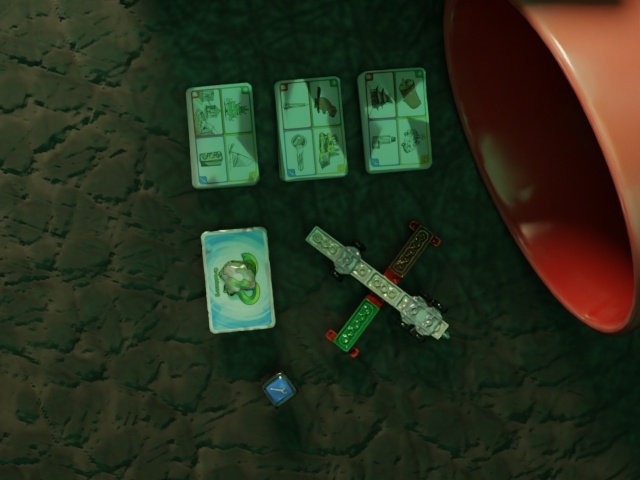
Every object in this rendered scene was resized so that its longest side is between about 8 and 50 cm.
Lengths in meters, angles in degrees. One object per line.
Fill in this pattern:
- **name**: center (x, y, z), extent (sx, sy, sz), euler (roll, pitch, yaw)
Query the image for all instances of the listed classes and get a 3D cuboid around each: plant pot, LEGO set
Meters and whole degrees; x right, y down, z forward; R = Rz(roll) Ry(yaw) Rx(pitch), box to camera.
- **plant pot**: center (0.253, -0.104, 1.250), extent (0.243, 0.275, 0.275), euler (-24, 98, -12)
- **LEGO set**: center (0.000, 0.000, 1.342), extent (0.182, 0.060, 0.244), euler (-6, 87, -1)
